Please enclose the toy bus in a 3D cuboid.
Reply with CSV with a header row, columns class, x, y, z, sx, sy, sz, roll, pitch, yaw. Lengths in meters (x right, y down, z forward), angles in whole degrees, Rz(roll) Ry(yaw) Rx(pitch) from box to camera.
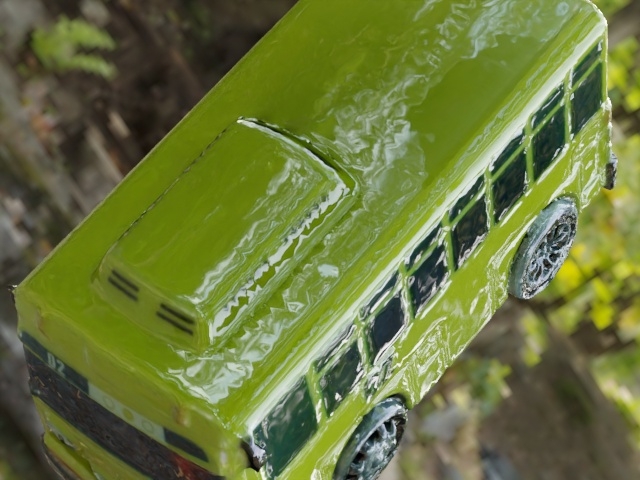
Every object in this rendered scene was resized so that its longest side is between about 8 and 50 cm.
class,x,y,z,sx,sy,sz,roll,pitch,yaw
toy bus,0.000,0.000,0.812,0.128,0.262,0.150,31,-26,25
